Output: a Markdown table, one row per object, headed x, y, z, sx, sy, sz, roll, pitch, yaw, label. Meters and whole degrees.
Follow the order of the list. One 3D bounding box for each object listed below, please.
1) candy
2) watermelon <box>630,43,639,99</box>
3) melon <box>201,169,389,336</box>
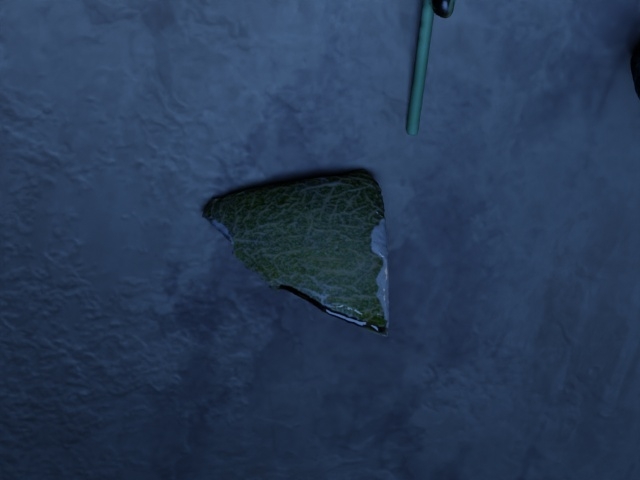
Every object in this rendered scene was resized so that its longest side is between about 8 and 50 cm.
| x | y | z | sx | sy | sz | roll | pitch | yaw | label |
| --- | --- | --- | --- | --- | --- | --- | --- | --- | --- |
| 0.090 | -0.213 | 1.600 | 0.084 | 0.078 | 0.287 | 2 | 124 | -9 | candy |
| 0.407 | -0.153 | 1.634 | 0.318 | 0.148 | 0.226 | -18 | 135 | -11 | watermelon |
| 0.002 | -0.004 | 1.689 | 0.202 | 0.093 | 0.139 | 33 | 82 | 11 | melon |
